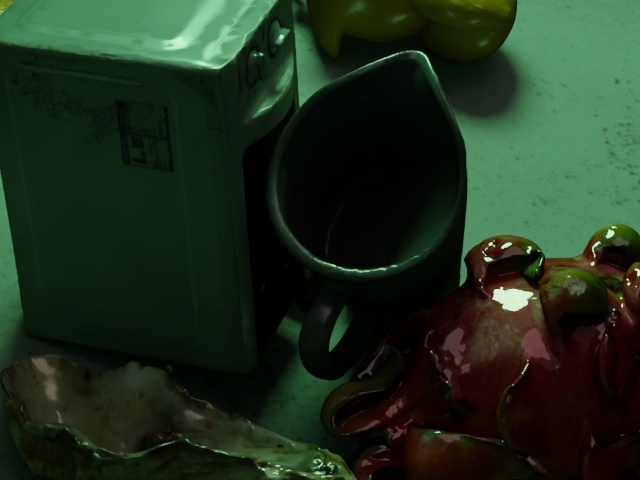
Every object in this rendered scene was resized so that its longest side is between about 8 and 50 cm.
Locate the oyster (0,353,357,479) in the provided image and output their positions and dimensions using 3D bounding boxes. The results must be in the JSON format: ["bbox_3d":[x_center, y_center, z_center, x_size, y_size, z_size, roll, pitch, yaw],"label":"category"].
[{"bbox_3d":[-0.110,0.176,1.532,0.341,0.110,0.166,17,17,12],"label":"oyster"}]

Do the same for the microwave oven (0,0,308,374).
[{"bbox_3d":[-0.133,-0.071,1.641,0.237,0.295,0.181,10,37,18],"label":"microwave oven"}]

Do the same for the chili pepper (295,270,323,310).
[{"bbox_3d":[0.000,0.000,1.809,0.073,0.070,0.123,15,39,27],"label":"chili pepper"}]

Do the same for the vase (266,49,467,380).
[{"bbox_3d":[0.049,0.006,1.645,0.156,0.301,0.251,20,77,14],"label":"vase"}]

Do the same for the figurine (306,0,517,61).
[{"bbox_3d":[0.087,-0.276,2.081,0.228,0.215,0.215,-10,44,-9],"label":"figurine"}]

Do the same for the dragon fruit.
[{"bbox_3d":[0.150,0.125,1.577,0.243,0.227,0.307,0,33,38],"label":"dragon fruit"}]

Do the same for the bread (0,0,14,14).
[{"bbox_3d":[-0.333,-0.238,1.998,0.074,0.053,0.132,1,41,-22],"label":"bread"}]
